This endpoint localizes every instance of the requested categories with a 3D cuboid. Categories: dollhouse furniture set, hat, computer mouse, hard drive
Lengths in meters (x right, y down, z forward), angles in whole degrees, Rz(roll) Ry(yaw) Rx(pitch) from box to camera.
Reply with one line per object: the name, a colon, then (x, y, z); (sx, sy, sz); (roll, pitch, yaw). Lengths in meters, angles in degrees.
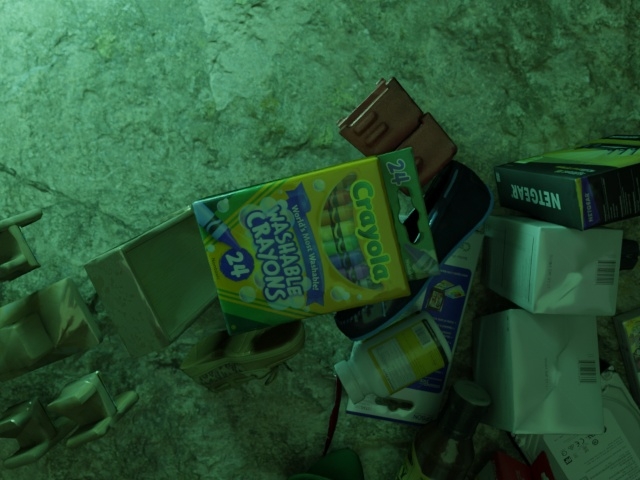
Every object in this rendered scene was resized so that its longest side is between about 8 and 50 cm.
dollhouse furniture set: (0.031, -0.083, 1.065); (0.152, 0.201, 0.374); (44, 97, -10)
hat: (0.046, 0.407, 1.209); (0.173, 0.183, 0.208); (25, 138, 2)
dollhouse furniture set: (-0.386, 0.111, 1.067); (0.394, 0.256, 0.362); (-22, 99, 19)
computer mouse: (0.608, 0.031, 1.211); (0.242, 0.041, 0.071); (1, 96, -7)
hard drive: (0.535, 0.428, 1.244); (0.237, 0.064, 0.339); (-33, 100, -1)

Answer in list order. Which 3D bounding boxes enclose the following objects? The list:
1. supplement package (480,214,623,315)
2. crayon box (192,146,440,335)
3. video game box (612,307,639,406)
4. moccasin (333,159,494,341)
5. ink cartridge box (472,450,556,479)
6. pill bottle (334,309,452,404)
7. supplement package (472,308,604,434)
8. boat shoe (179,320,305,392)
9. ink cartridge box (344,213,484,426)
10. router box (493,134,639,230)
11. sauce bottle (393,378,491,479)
supplement package: (0.375, 0.032, 1.084); (0.134, 0.244, 0.139); (2, 98, -5)
crayon box: (0.000, 0.000, 0.938); (0.323, 0.083, 0.203); (-14, 98, 6)
video game box: (0.684, 0.204, 1.238); (0.205, 0.048, 0.187); (-18, 101, -4)
moccasin: (0.132, 0.008, 1.062); (0.342, 0.138, 0.117); (-49, 113, -11)
ink cartridge box: (0.322, 0.483, 1.161); (0.078, 0.134, 0.231); (28, 112, -8)
pill bottle: (0.121, 0.201, 1.089); (0.184, 0.103, 0.103); (-28, 99, -2)
supplement package: (0.361, 0.223, 1.101); (0.149, 0.203, 0.194); (2, 79, -3)
boat shoe: (-0.118, 0.192, 1.077); (0.089, 0.285, 0.104); (52, 46, -18)
ink cartridge box: (0.163, 0.144, 1.168); (0.176, 0.069, 0.371); (12, 93, -8)
router box: (0.454, -0.104, 1.043); (0.243, 0.309, 0.081); (-15, 101, -4)
sauce bottle: (0.203, 0.401, 1.140); (0.111, 0.111, 0.344); (17, 111, -8)
